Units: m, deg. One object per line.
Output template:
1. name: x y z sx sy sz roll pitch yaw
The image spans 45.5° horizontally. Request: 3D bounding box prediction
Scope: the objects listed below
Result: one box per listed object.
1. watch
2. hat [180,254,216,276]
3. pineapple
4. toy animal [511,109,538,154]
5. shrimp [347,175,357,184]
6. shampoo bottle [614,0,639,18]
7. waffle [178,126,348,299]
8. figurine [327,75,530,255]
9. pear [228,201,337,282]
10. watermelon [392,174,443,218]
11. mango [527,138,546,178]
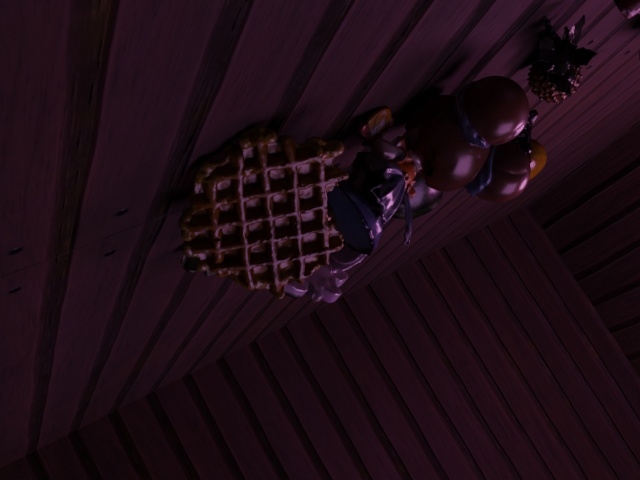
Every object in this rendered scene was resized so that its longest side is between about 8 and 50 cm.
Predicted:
1. watch: 0.000 0.000 1.624 0.244 0.196 0.231 7 129 -39
2. hat: -0.195 0.001 1.534 0.122 0.081 0.166 29 111 -32
3. pineapple: 0.478 -0.359 1.524 0.130 0.119 0.277 -61 168 5
4. toy animal: 0.440 -0.294 1.865 0.117 0.121 0.210 17 -177 40
5. shrimp: 0.087 -0.109 1.739 0.090 0.079 0.233 14 152 -20
6. shampoo bottle: 0.671 -0.511 1.411 0.260 0.064 0.102 -33 -160 43
7. waffle: -0.079 -0.039 1.230 0.282 0.058 0.300 10 120 -22
8. figurine: 0.199 -0.146 1.453 0.388 0.248 0.276 -36 140 -18
9. pear: -0.080 -0.014 1.403 0.211 0.188 0.229 -32 173 35
10. watermelon: 0.216 -0.140 1.783 0.193 0.137 0.145 0 158 -24
11. mango: 0.560 -0.224 2.298 0.262 0.129 0.167 -23 165 -11
